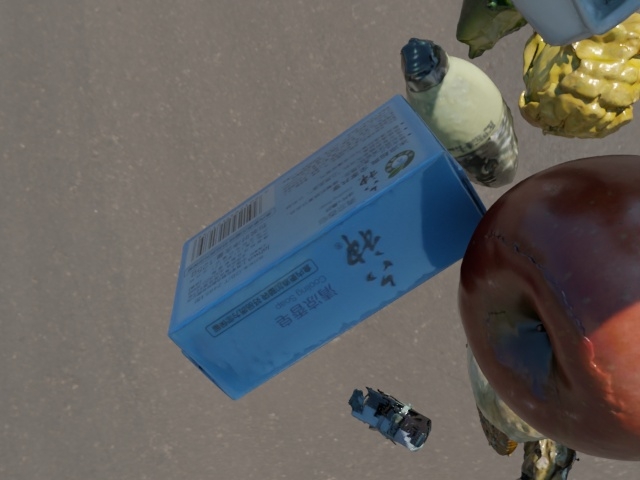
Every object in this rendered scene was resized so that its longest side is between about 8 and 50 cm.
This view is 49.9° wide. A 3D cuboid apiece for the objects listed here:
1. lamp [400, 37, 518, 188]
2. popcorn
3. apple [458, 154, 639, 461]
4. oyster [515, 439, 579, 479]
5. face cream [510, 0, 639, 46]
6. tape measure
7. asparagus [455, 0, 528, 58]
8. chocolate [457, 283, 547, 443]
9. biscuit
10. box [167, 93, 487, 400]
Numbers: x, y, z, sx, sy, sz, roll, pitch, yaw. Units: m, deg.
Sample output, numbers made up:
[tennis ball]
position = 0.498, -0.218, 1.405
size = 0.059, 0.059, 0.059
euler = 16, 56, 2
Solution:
[lamp]
position = 0.159, -0.131, 0.759
size = 0.101, 0.250, 0.101
euler = -18, 56, 29
[popcorn]
position = 0.441, -0.281, 1.136
size = 0.250, 0.190, 0.250
euler = -39, 35, 34
[apple]
position = 0.176, 0.033, 0.397
size = 0.168, 0.181, 0.181
euler = -24, 65, -15
[oyster]
position = 0.388, 0.387, 1.186
size = 0.096, 0.221, 0.361
euler = 20, 56, 13
[face cream]
position = 0.063, -0.239, 0.381
size = 0.145, 0.145, 0.370
euler = -31, 70, 6
[tape measure]
position = 0.092, 0.221, 0.850
size = 0.091, 0.094, 0.054
euler = 21, 78, 46
[asparagus]
position = 0.160, -0.272, 0.476
size = 0.082, 0.343, 0.085
euler = -2, 40, -18
[chocolate]
position = 0.230, 0.114, 0.802
size = 0.134, 0.134, 0.309
euler = -15, 24, 12
[biscuit]
position = 0.288, 0.214, 1.188
size = 0.038, 0.305, 0.305
euler = -6, 70, 2
[box]
position = 0.000, 0.000, 0.530
size = 0.232, 0.083, 0.143
euler = -33, 25, 10
